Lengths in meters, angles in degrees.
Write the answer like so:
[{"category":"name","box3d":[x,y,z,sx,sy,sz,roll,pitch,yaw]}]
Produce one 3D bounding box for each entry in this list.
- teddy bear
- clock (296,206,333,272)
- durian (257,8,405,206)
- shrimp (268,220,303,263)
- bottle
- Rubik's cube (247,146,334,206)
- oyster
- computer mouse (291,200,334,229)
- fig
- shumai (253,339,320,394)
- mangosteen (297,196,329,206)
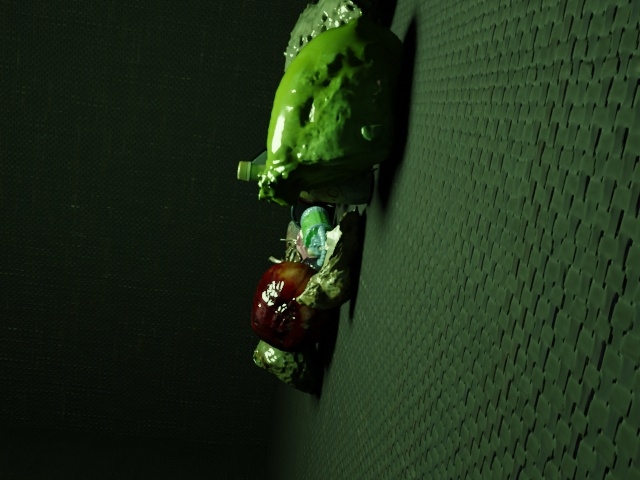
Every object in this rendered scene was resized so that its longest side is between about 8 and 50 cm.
[{"category":"teddy bear","box3d":[0.056,-0.460,1.383,0.367,0.225,0.357,169,110,-68]},{"category":"clock","box3d":[-0.012,0.030,1.740,0.194,0.100,0.195,102,164,-45]},{"category":"durian","box3d":[0.029,-0.222,1.090,0.204,0.256,0.339,11,-96,-55]},{"category":"shrimp","box3d":[-0.073,0.064,1.944,0.116,0.145,0.343,-22,43,42]},{"category":"bottle","box3d":[-0.032,-0.123,1.241,0.083,0.270,0.083,-174,90,-86]},{"category":"Rubik's cube","box3d":[-0.028,-0.196,1.711,0.250,0.234,0.284,-48,-4,-4]},{"category":"oyster","box3d":[0.039,0.045,1.306,0.161,0.107,0.232,99,-165,-77]},{"category":"computer mouse","box3d":[-0.018,-0.140,1.826,0.096,0.137,0.233,180,92,-85]},{"category":"fig","box3d":[-0.071,0.164,1.562,0.263,0.224,0.223,-131,46,-64]},{"category":"shumai","box3d":[-0.061,0.296,1.713,0.256,0.189,0.218,66,-134,-71]},{"category":"mangosteen","box3d":[-0.018,-0.197,1.547,0.230,0.194,0.194,63,-159,-44]}]
